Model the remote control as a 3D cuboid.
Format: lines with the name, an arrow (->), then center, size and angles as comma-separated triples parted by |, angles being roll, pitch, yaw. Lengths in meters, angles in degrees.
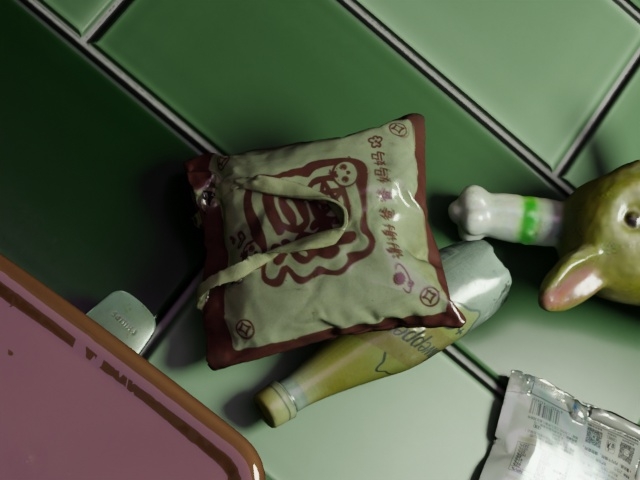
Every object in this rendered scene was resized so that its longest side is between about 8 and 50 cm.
remote control -> -0.229, 0.134, 1.504 | 0.072, 0.042, 0.222 | 43, 66, -3

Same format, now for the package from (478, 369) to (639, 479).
package -> 0.233, 0.231, 1.664 | 0.171, 0.027, 0.173 | 27, 70, -15

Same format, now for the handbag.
handbag -> 0.000, 0.000, 1.570 | 0.235, 0.127, 0.213 | -11, 72, 7

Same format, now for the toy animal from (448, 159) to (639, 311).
toy animal -> 0.325, -0.013, 1.680 | 0.363, 0.180, 0.181 | 12, 28, -23

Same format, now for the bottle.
bottle -> 0.056, 0.091, 1.606 | 0.270, 0.083, 0.083 | -33, 88, -19

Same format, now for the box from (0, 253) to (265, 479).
box -> -0.230, 0.181, 1.345 | 0.339, 0.229, 0.239 | 37, 74, 1
